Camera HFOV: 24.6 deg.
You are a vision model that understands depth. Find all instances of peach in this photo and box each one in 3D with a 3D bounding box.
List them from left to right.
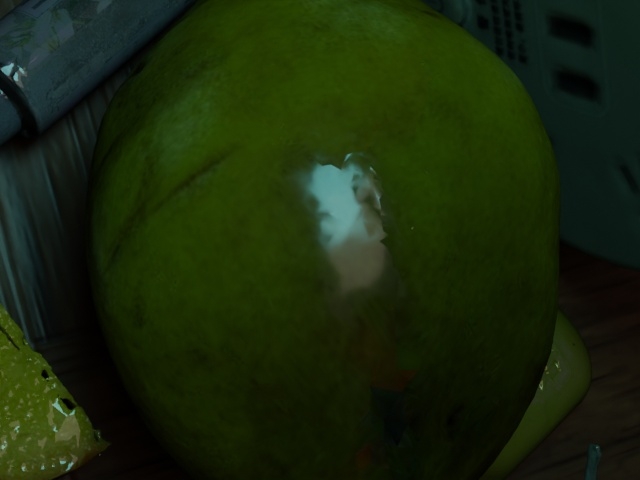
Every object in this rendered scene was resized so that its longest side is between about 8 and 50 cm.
[{"bbox_3d":[-0.199,0.072,0.778,0.172,0.092,0.127,30,73,-28],"label":"peach"}]

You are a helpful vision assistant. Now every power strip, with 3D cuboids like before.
[{"bbox_3d":[0.202,-0.151,0.861,0.161,0.357,0.357,-34,94,-28],"label":"power strip"}]

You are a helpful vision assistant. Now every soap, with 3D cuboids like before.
[{"bbox_3d":[0.119,0.094,0.943,0.140,0.045,0.089,-40,100,-26],"label":"soap"}]

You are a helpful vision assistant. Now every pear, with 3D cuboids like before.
[{"bbox_3d":[0.000,0.000,0.794,0.269,0.269,0.321,-1,76,-25],"label":"pear"}]

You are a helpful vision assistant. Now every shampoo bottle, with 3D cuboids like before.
[{"bbox_3d":[-0.146,-0.120,0.856,0.072,0.072,0.214,48,64,-8],"label":"shampoo bottle"}]

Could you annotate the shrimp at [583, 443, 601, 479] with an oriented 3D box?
[{"bbox_3d":[0.139,0.230,0.865,0.410,0.166,0.221,-2,43,-6],"label":"shrimp"}]
